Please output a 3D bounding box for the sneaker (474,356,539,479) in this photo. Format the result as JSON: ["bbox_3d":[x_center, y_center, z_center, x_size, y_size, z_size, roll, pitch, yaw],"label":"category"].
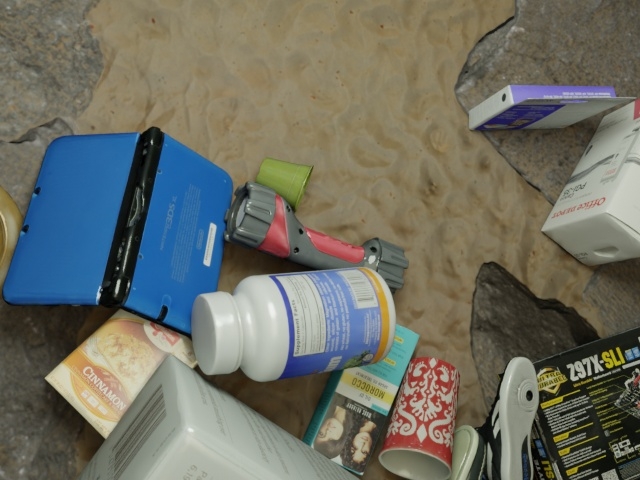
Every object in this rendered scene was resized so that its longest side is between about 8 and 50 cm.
[{"bbox_3d":[0.289,0.299,1.215,0.079,0.121,0.217,11,80,-30],"label":"sneaker"}]

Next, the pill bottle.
[{"bbox_3d":[-0.041,0.122,1.059,0.272,0.152,0.152,-4,83,-27],"label":"pill bottle"}]

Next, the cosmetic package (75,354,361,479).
[{"bbox_3d":[-0.121,0.415,0.939,0.394,0.329,0.327,37,85,-14],"label":"cosmetic package"}]

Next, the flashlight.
[{"bbox_3d":[0.000,0.000,1.170,0.304,0.103,0.103,18,41,-24],"label":"flashlight"}]

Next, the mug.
[{"bbox_3d":[0.158,0.290,1.180,0.113,0.150,0.169,25,53,-8],"label":"mug"}]

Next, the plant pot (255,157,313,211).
[{"bbox_3d":[-0.063,-0.099,1.202,0.079,0.083,0.083,21,77,0],"label":"plant pot"}]

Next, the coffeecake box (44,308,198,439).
[{"bbox_3d":[-0.290,0.189,1.101,0.142,0.068,0.185,46,73,-4],"label":"coffeecake box"}]

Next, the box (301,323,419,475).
[{"bbox_3d":[0.065,0.245,1.193,0.100,0.060,0.244,27,76,-10],"label":"box"}]

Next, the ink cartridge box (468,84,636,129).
[{"bbox_3d":[0.395,-0.237,1.272,0.206,0.208,0.045,-3,86,-16],"label":"ink cartridge box"}]

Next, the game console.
[{"bbox_3d":[-0.292,-0.009,1.108,0.250,0.173,0.293,32,52,-39],"label":"game console"}]

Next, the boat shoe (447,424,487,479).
[{"bbox_3d":[0.203,0.469,1.167,0.113,0.127,0.340,27,78,-11],"label":"boat shoe"}]

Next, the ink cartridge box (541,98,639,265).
[{"bbox_3d":[0.546,-0.111,1.295,0.117,0.207,0.283,35,75,-7],"label":"ink cartridge box"}]

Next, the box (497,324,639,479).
[{"bbox_3d":[0.506,0.304,1.278,0.322,0.079,0.257,-15,76,-17],"label":"box"}]

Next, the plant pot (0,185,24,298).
[{"bbox_3d":[-0.558,0.002,1.073,0.236,0.032,0.236,2,81,-16],"label":"plant pot"}]
